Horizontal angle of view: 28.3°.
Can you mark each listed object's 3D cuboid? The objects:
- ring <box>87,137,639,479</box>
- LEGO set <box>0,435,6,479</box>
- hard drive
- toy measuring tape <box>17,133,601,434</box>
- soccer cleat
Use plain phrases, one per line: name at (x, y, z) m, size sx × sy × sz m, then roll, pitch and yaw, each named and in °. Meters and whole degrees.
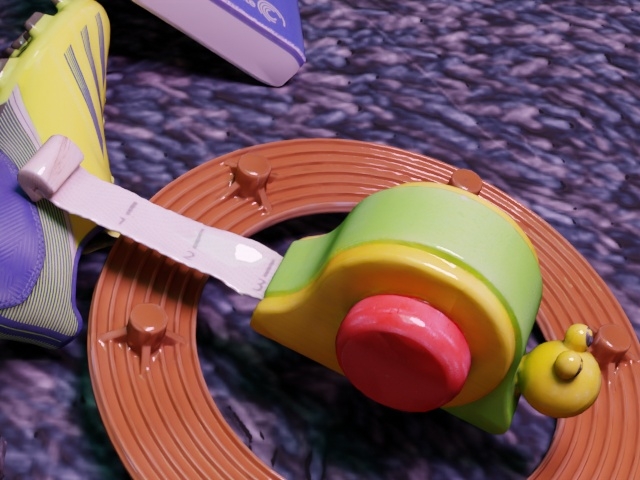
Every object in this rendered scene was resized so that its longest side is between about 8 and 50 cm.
ring at (0.037, 0.058, 0.726) m, size 0.337 × 0.032 × 0.336 m, roll 9°, pitch 47°, yaw -10°
LEGO set at (-0.117, 0.221, 0.368) m, size 0.192 × 0.331 × 0.255 m, roll -9°, pitch 27°, yaw 3°
hard drive at (-0.110, -0.277, 0.965) m, size 0.210 × 0.040 × 0.318 m, roll 29°, pitch 36°, yaw -33°
toy measuring tape at (0.000, 0.000, 0.662) m, size 0.330 × 0.121 × 0.121 m, roll 26°, pitch 47°, yaw 4°
soccer cleat at (-0.169, -0.048, 0.795) m, size 0.121 × 0.093 × 0.289 m, roll 33°, pitch 37°, yaw -22°
